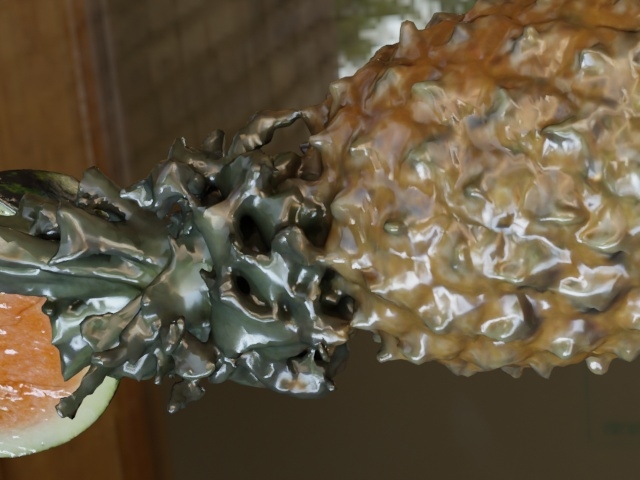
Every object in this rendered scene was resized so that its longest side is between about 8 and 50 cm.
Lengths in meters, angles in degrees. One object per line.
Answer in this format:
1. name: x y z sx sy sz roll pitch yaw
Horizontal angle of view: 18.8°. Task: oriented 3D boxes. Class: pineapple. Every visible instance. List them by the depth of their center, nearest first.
1. pineapple: 0.000 0.000 0.787 0.340 0.169 0.169 -14 -160 8

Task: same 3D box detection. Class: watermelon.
1. watermelon: -0.170 0.045 1.160 0.119 0.245 0.063 0 -133 -5
